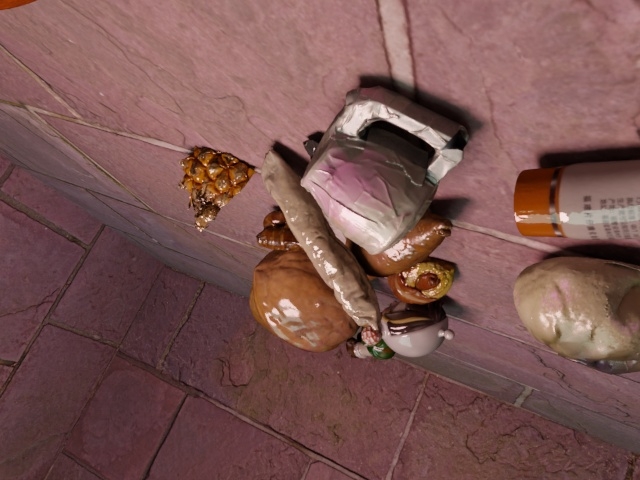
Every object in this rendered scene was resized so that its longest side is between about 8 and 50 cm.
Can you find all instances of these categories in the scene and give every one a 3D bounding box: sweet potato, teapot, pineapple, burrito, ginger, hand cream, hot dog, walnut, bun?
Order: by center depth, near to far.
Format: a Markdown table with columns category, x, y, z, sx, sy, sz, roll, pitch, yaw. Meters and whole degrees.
| category | x | y | z | sx | sy | sz | roll | pitch | yaw |
| --- | --- | --- | --- | --- | --- | --- | --- | --- | --- |
| hand cream | 0.372 | -0.044 | 0.517 | 0.314 | 0.089 | 0.139 | 6 | 156 | 39 |
| teapot | 0.069 | -0.092 | 0.675 | 0.178 | 0.163 | 0.221 | 34 | 163 | -7 |
| bun | 0.444 | 0.125 | 0.799 | 0.272 | 0.169 | 0.273 | 18 | 169 | 4 |
| sweet potato | 0.138 | 0.003 | 0.926 | 0.131 | 0.131 | 0.336 | 27 | 164 | -7 |
| burrito | 0.000 | 0.000 | 0.946 | 0.392 | 0.076 | 0.117 | 57 | 175 | -4 |
| pineapple | -0.276 | -0.117 | 1.112 | 0.139 | 0.164 | 0.249 | 40 | 162 | -22 |
| hot dog | 0.227 | 0.106 | 1.176 | 0.123 | 0.093 | 0.261 | 25 | 164 | -2 |
| ginger | -0.077 | -0.022 | 1.222 | 0.162 | 0.103 | 0.073 | 8 | 163 | 21 |
| walnut | -0.044 | 0.159 | 1.410 | 0.343 | 0.306 | 0.306 | 31 | 163 | -25 |

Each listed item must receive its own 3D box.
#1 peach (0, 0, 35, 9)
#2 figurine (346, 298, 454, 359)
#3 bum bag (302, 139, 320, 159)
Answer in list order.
| category | x | y | z | sx | sy | sz | roll | pitch | yaw |
| --- | --- | --- | --- | --- | --- | --- | --- | --- | --- |
| peach | -0.315 | -0.317 | 0.423 | 0.230 | 0.231 | 0.231 | 23 | 164 | 7 |
| figurine | 0.218 | 0.261 | 1.393 | 0.281 | 0.167 | 0.370 | -15 | 167 | -41 |
| bum bag | 0.048 | -0.109 | 0.847 | 0.197 | 0.049 | 0.087 | 37 | 165 | -36 |
